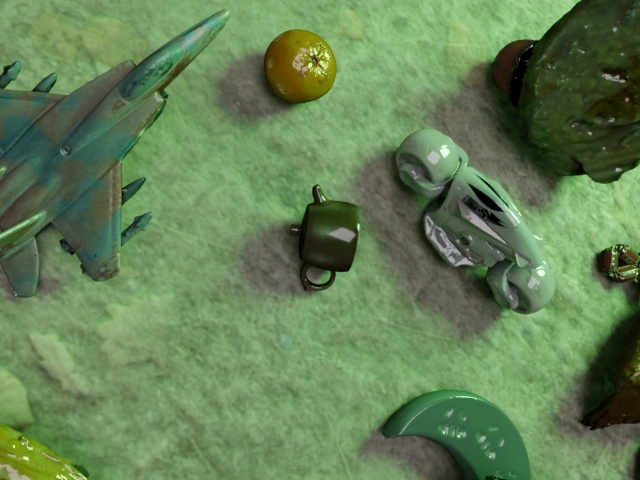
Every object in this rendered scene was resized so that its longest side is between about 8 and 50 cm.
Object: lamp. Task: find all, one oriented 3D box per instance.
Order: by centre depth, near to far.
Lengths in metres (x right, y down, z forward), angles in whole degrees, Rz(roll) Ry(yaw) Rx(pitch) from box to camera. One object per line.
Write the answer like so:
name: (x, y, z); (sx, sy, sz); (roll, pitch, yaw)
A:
lamp: (0.408, 0.035, 0.741); (0.083, 0.031, 0.063); (9, 79, -12)

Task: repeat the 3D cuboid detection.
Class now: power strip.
power strip: (0.174, 0.261, 0.632); (0.137, 0.044, 0.216); (-35, 93, -18)

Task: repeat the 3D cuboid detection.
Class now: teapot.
teapot: (0.000, 0.000, 0.602); (0.068, 0.076, 0.121); (9, 110, -6)

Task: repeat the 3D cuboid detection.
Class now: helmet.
helmet: (0.242, -0.216, 0.711); (0.065, 0.049, 0.084); (13, 103, -53)

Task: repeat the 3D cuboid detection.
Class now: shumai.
shumai: (0.356, -0.219, 0.682); (0.189, 0.256, 0.218); (32, 40, 3)

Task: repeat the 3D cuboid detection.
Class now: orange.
orange: (-0.022, -0.192, 0.617); (0.083, 0.070, 0.083); (2, 85, -21)

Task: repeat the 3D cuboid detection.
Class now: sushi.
sushi: (0.461, 0.145, 0.691); (0.149, 0.140, 0.287); (33, 73, 25)

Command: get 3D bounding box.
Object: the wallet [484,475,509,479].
wallet: (0.191, 0.412, 0.589); (0.172, 0.045, 0.318); (20, 89, -20)

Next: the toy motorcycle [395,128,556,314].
toy motorcycle: (0.184, -0.023, 0.638); (0.112, 0.112, 0.254); (-40, 94, -17)

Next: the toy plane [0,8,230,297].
toy plane: (-0.207, -0.100, 0.518); (0.326, 0.104, 0.223); (-40, 96, -2)

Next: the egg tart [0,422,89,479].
egg tart: (-0.311, 0.275, 0.445); (0.293, 0.123, 0.294); (4, 79, -19)
